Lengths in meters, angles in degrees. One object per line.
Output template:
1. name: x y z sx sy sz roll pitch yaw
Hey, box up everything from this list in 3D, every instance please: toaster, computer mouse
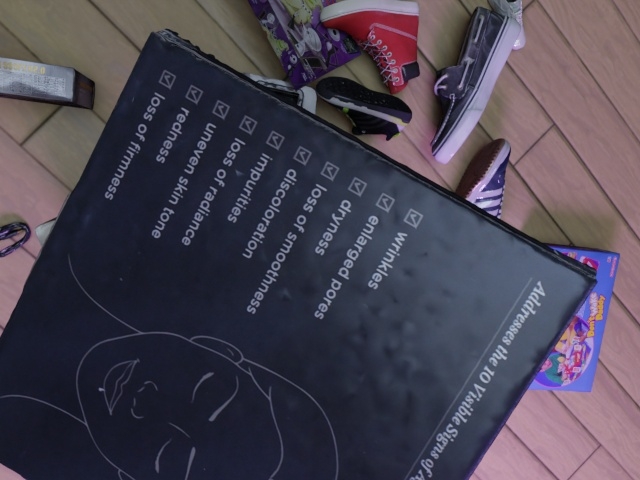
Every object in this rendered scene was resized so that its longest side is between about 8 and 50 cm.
1. toaster: -0.097 -0.225 1.055 0.186 0.110 0.168 9 98 -15
2. computer mouse: -0.667 0.020 1.006 0.242 0.041 0.071 -17 86 -15

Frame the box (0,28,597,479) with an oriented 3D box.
1. box: -0.051 0.107 0.647 0.472 0.297 0.479 31 97 5

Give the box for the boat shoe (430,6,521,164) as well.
1. boat shoe: 0.297 -0.328 1.140 0.119 0.121 0.335 25 88 -1

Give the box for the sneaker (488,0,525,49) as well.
1. sneaker: 0.406 -0.483 1.155 0.054 0.061 0.152 -30 106 -8

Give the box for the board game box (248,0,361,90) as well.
1. board game box: -0.062 -0.470 0.994 0.346 0.056 0.208 60 39 -15

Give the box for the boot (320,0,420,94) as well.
1. boot: 0.108 -0.377 1.058 0.244 0.088 0.176 -14 106 -37

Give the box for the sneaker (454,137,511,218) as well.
1. sneaker: 0.378 -0.073 1.195 0.153 0.099 0.282 25 100 -11

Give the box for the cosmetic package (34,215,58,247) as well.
1. cosmetic package: -0.357 -0.007 0.935 0.153 0.296 0.129 -19 103 -7

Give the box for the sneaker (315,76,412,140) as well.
1. sneaker: 0.083 -0.249 1.082 0.235 0.084 0.097 10 133 -32

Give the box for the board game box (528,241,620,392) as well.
1. board game box: 0.562 0.183 1.293 0.234 0.078 0.347 6 98 -14

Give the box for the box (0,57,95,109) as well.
1. box: -0.521 -0.270 0.911 0.231 0.183 0.056 4 98 -13
